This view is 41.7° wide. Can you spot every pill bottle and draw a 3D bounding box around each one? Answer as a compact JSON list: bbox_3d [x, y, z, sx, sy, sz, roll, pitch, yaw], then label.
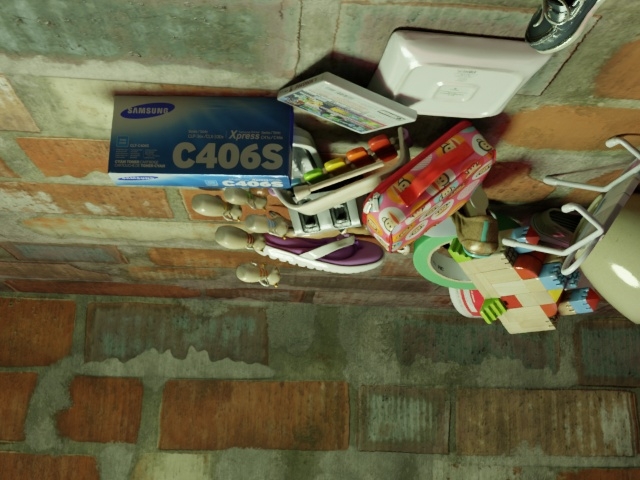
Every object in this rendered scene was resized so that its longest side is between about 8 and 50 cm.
[{"bbox_3d":[0.617,0.129,2.588,0.229,0.229,0.407,15,168,-42],"label":"pill bottle"}]

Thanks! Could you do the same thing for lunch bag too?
[{"bbox_3d":[0.223,-0.110,1.731,0.293,0.120,0.258,-38,168,-6],"label":"lunch bag"}]

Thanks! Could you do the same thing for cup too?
[{"bbox_3d":[0.770,0.010,2.112,0.236,0.331,0.331,29,167,6],"label":"cup"}]

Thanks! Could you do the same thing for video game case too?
[{"bbox_3d":[0.047,-0.251,1.556,0.201,0.023,0.183,17,170,-28],"label":"video game case"}]

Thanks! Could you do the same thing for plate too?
[{"bbox_3d":[0.234,-0.279,1.487,0.277,0.045,0.278,4,166,-7],"label":"plate"}]

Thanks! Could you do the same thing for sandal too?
[{"bbox_3d":[0.002,0.009,2.507,0.416,0.169,0.102,5,125,-13],"label":"sandal"}]

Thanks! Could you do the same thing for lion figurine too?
[{"bbox_3d":[0.072,-0.054,2.268,0.392,0.142,0.240,8,-179,41],"label":"lion figurine"}]

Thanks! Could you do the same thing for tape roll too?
[{"bbox_3d":[0.426,0.030,2.412,0.321,0.077,0.321,5,148,3],"label":"tape roll"}]

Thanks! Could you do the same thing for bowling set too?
[{"bbox_3d":[-0.138,-0.050,1.903,0.200,0.287,0.154,-45,152,22],"label":"bowling set"}]

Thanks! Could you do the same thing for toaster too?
[{"bbox_3d":[0.021,-0.089,2.010,0.168,0.110,0.186,-8,-165,15],"label":"toaster"}]

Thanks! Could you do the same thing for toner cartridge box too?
[{"bbox_3d":[-0.228,-0.192,1.637,0.347,0.165,0.075,0,164,2],"label":"toner cartridge box"}]

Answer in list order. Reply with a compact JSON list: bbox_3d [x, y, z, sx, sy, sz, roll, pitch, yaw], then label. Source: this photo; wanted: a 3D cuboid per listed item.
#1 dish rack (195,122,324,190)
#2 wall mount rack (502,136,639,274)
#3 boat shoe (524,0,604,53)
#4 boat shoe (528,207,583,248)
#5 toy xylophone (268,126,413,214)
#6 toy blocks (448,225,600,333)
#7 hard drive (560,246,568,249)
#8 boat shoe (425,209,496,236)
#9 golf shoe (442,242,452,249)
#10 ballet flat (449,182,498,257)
[{"bbox_3d":[-0.156,-0.185,1.841,0.332,0.072,0.285,-1,165,9],"label":"dish rack"},{"bbox_3d":[0.563,-0.079,1.854,0.130,0.350,0.304,39,159,0],"label":"wall mount rack"},{"bbox_3d":[0.342,-0.338,1.138,0.079,0.095,0.254,5,164,-18],"label":"boat shoe"},{"bbox_3d":[0.724,-0.022,2.319,0.302,0.109,0.094,9,162,-17],"label":"boat shoe"},{"bbox_3d":[0.050,-0.139,1.739,0.322,0.081,0.236,-21,171,2],"label":"toy xylophone"},{"bbox_3d":[0.550,0.103,2.198,0.260,0.191,0.381,-14,125,44],"label":"toy blocks"},{"bbox_3d":[0.916,0.007,2.529,0.352,0.047,0.233,-5,164,25],"label":"hard drive"},{"bbox_3d":[0.335,-0.064,2.208,0.258,0.095,0.084,6,-151,-27],"label":"boat shoe"},{"bbox_3d":[0.437,0.006,2.515,0.093,0.077,0.198,9,163,-25],"label":"golf shoe"},{"bbox_3d":[0.353,-0.085,1.996,0.116,0.124,0.342,5,-155,-4],"label":"ballet flat"}]
